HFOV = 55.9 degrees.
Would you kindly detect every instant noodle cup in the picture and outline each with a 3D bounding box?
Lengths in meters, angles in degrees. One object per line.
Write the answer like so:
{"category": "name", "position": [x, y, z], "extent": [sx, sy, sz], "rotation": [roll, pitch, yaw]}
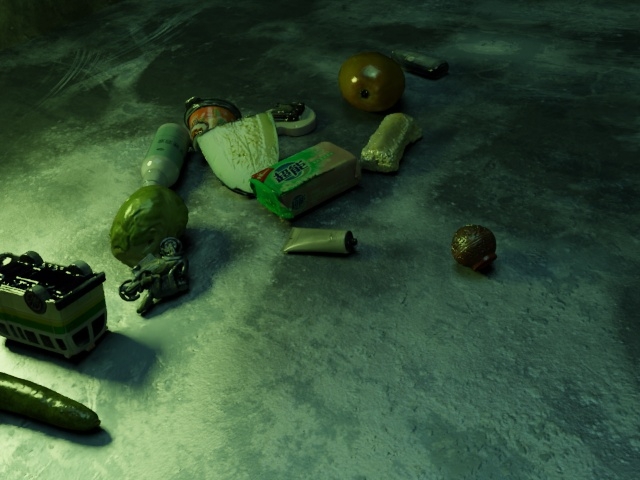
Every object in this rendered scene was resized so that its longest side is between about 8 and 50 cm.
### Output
{"category": "instant noodle cup", "position": [-0.329, -0.331, 1.848], "extent": [0.178, 0.208, 0.125], "rotation": [-35, 49, 38]}

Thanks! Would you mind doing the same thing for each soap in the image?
{"category": "soap", "position": [-0.040, -0.166, 1.624], "extent": [0.273, 0.098, 0.218], "rotation": [-28, 35, -23]}

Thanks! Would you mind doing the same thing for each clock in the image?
{"category": "clock", "position": [-0.107, -0.407, 1.960], "extent": [0.198, 0.064, 0.172], "rotation": [4, 42, 16]}

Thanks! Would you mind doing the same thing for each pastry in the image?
{"category": "pastry", "position": [0.207, -0.282, 1.722], "extent": [0.122, 0.089, 0.258], "rotation": [24, 52, 19]}

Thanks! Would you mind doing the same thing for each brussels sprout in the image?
{"category": "brussels sprout", "position": [-0.437, -0.042, 1.507], "extent": [0.223, 0.161, 0.223], "rotation": [-26, 34, 20]}

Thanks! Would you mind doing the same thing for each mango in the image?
{"category": "mango", "position": [0.163, -0.530, 1.968], "extent": [0.212, 0.172, 0.317], "rotation": [-8, 32, 3]}

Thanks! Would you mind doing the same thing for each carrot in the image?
{"category": "carrot", "position": [-0.578, 0.312, 1.186], "extent": [0.359, 0.074, 0.074], "rotation": [8, 43, 20]}

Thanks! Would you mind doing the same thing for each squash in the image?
{"category": "squash", "position": [-0.204, -0.244, 1.715], "extent": [0.237, 0.204, 0.155], "rotation": [-22, 17, -13]}

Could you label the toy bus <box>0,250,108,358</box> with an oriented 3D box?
{"category": "toy bus", "position": [-0.622, 0.137, 1.323], "extent": [0.306, 0.178, 0.143], "rotation": [9, 29, 22]}

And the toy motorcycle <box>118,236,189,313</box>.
{"category": "toy motorcycle", "position": [-0.369, 0.087, 1.401], "extent": [0.124, 0.061, 0.193], "rotation": [37, 68, 5]}

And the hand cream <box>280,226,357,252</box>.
{"category": "hand cream", "position": [0.000, 0.000, 1.452], "extent": [0.186, 0.054, 0.087], "rotation": [3, 45, 26]}

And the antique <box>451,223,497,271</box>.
{"category": "antique", "position": [0.333, 0.011, 1.316], "extent": [0.104, 0.104, 0.104], "rotation": [-6, 39, 5]}

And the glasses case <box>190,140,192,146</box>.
{"category": "glasses case", "position": [-0.395, -0.324, 1.956], "extent": [0.083, 0.023, 0.033], "rotation": [-29, 34, -24]}

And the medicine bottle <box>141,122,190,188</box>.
{"category": "medicine bottle", "position": [-0.466, -0.216, 1.771], "extent": [0.110, 0.110, 0.351], "rotation": [-6, 39, 6]}

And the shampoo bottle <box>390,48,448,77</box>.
{"category": "shampoo bottle", "position": [0.344, -0.631, 2.138], "extent": [0.087, 0.049, 0.234], "rotation": [-34, 44, -23]}
